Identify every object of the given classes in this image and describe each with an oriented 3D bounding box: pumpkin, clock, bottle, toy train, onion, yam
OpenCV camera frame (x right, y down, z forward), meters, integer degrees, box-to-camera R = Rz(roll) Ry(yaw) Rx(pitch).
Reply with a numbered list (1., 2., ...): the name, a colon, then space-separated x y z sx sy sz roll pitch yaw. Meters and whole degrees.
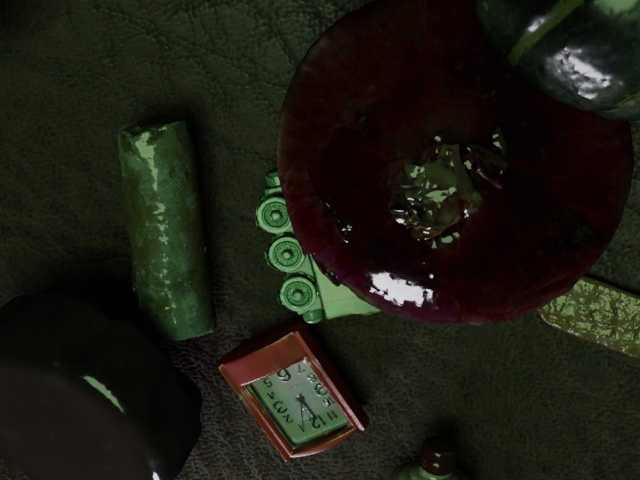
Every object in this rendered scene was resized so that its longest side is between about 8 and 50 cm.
1. pumpkin: 0.273 -0.256 1.145 0.323 0.323 0.241 37 148 -4
2. clock: -0.026 0.169 1.539 0.113 0.061 0.155 -25 108 22
3. bottle: 0.119 0.334 1.550 0.104 0.104 0.245 11 116 9
4. toy train: 0.000 0.000 1.455 0.118 0.074 0.176 -11 105 7
5. onion: 0.125 -0.074 1.275 0.347 0.285 0.348 2 104 7
6. yam: -0.169 -0.012 1.476 0.093 0.093 0.259 1 113 13

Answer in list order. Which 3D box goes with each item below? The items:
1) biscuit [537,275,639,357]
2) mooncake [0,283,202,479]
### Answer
1. biscuit: 0.302 0.079 1.441 0.147 0.018 0.071 21 115 3
2. mooncake: -0.261 0.174 1.514 0.283 0.141 0.283 19 139 18
